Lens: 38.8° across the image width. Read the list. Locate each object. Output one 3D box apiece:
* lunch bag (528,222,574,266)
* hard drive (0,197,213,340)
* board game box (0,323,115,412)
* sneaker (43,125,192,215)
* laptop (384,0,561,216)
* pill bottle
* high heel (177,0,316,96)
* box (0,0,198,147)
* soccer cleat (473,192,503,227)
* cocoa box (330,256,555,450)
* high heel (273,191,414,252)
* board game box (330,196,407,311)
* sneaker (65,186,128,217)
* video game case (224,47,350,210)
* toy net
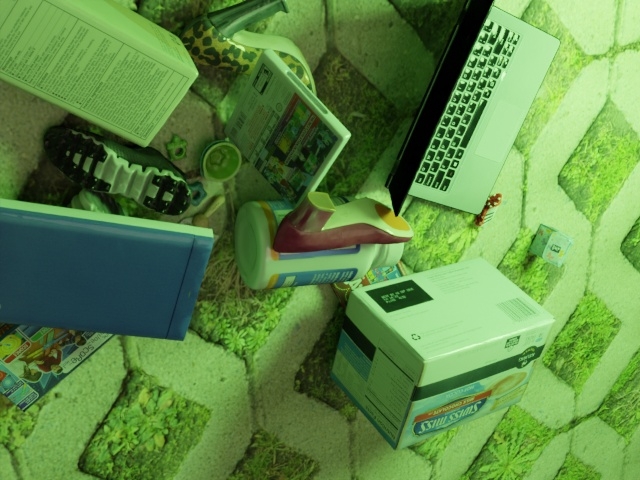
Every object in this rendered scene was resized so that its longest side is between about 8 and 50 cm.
[{"bbox_3d":[0.503,0.011,1.971,0.053,0.083,0.071,14,107,-38],"label":"lunch bag"},{"bbox_3d":[-0.341,0.051,1.371,0.318,0.040,0.210,8,125,-19],"label":"hard drive"},{"bbox_3d":[-0.444,0.167,1.467,0.201,0.035,0.136,-40,129,-9],"label":"board game box"},{"bbox_3d":[-0.304,-0.114,1.383,0.234,0.106,0.078,23,111,-13],"label":"sneaker"},{"bbox_3d":[0.292,-0.215,1.615,0.407,0.236,0.382,13,107,-37],"label":"laptop"},{"bbox_3d":[0.000,0.000,1.574,0.271,0.152,0.152,-4,116,-24],"label":"pill bottle"},{"bbox_3d":[-0.113,-0.260,1.443,0.186,0.093,0.261,-23,134,-2],"label":"high heel"},{"bbox_3d":[-0.339,-0.266,1.232,0.311,0.121,0.148,26,113,-40],"label":"box"},{"bbox_3d":[0.348,-0.061,1.870,0.035,0.029,0.083,26,102,-48],"label":"soccer cleat"},{"bbox_3d":[0.233,0.211,1.773,0.347,0.231,0.228,-12,130,-34],"label":"cocoa box"},{"bbox_3d":[0.041,-0.008,1.488,0.244,0.082,0.117,7,133,-42],"label":"high heel"},{"bbox_3d":[0.087,0.062,1.764,0.145,0.027,0.281,-37,129,-10],"label":"board game box"},{"bbox_3d":[-0.320,0.028,1.454,0.115,0.105,0.281,-31,128,12],"label":"sneaker"},{"bbox_3d":[-0.057,-0.165,1.401,0.023,0.183,0.201,-35,168,-38],"label":"video game case"},{"bbox_3d":[-0.205,-0.058,1.497,0.122,0.045,0.232,-4,116,-32],"label":"toy net"}]
